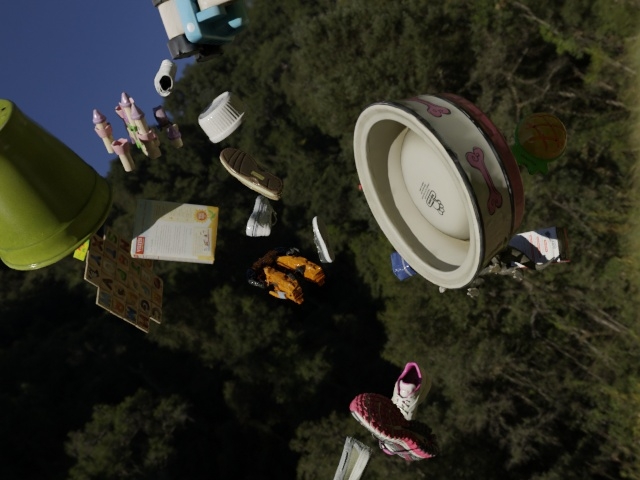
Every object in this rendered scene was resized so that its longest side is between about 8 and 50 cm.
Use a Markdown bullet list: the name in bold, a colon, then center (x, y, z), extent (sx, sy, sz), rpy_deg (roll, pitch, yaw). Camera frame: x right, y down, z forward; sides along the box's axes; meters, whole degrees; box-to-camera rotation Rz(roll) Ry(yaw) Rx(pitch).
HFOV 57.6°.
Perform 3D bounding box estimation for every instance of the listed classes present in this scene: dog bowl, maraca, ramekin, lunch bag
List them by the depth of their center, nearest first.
- **dog bowl**: center (0.239, -0.114, 1.186), extent (0.150, 0.408, 0.408), rpy_deg (-27, -16, -18)
- **maraca**: center (0.512, -0.229, 1.374), extent (0.186, 0.127, 0.099), rpy_deg (-53, -10, -27)
- **lunch bag**: center (0.271, 0.071, 1.865), extent (0.065, 0.067, 0.099), rpy_deg (-25, 45, 24)
- **ramekin**: center (-0.396, -0.503, 2.348), extent (0.207, 0.109, 0.207), rpy_deg (-33, 28, 20)

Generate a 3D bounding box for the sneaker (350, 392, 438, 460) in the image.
- **sneaker**: center (0.196, 0.545, 1.653), extent (0.112, 0.299, 0.121), rpy_deg (-38, 21, 35)

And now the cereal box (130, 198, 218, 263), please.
- **cereal box**: center (-0.429, -0.026, 1.726), extent (0.047, 0.239, 0.173), rpy_deg (126, 148, -69)

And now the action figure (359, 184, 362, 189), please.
- **action figure**: center (0.171, -0.160, 1.895), extent (0.038, 0.115, 0.030), rpy_deg (-35, -53, -13)

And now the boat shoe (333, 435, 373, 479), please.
- **boat shoe**: center (0.051, 0.774, 1.817), extent (0.321, 0.103, 0.118), rpy_deg (-57, -19, -18)

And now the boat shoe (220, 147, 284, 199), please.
- **boat shoe**: center (-0.180, -0.162, 1.491), extent (0.068, 0.190, 0.072), rpy_deg (-47, -12, -24)

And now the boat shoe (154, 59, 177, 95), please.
- **boat shoe**: center (-0.497, -0.504, 1.869), extent (0.184, 0.066, 0.063), rpy_deg (-27, 49, 58)

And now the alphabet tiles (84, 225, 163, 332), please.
- **alphabet tiles**: center (-0.615, 0.124, 1.855), extent (0.342, 0.011, 0.285), rpy_deg (49, -154, -49)

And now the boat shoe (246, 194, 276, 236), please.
- **boat shoe**: center (-0.170, -0.066, 1.758), extent (0.226, 0.075, 0.083), rpy_deg (-82, 5, -60)

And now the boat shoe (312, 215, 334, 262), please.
- **boat shoe**: center (0.000, 0.000, 1.713), extent (0.040, 0.142, 0.049), rpy_deg (-16, 5, 31)

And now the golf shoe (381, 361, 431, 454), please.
- **golf shoe**: center (0.263, 0.533, 1.888), extent (0.306, 0.115, 0.140), rpy_deg (-63, -32, -29)

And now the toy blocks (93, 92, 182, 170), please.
- **toy blocks**: center (-0.737, -0.488, 2.342), extent (0.308, 0.288, 0.260), rpy_deg (-30, -49, -22)

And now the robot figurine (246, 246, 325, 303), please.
- **robot figurine**: center (-0.129, 0.118, 2.040), extent (0.211, 0.291, 0.085), rpy_deg (-38, -56, -24)

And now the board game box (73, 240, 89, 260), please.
- **board game box**: center (-0.914, -0.007, 2.283), extent (0.181, 0.043, 0.092), rpy_deg (-48, 23, 46)

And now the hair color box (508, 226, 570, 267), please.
- **hair color box**: center (0.581, 0.023, 1.577), extent (0.167, 0.053, 0.093), rpy_deg (-16, 75, 54)

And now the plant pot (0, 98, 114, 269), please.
- **plant pot**: center (-0.815, -0.171, 1.568), extent (0.367, 0.366, 0.353), rpy_deg (-56, -36, -27)

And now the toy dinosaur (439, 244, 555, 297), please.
- **toy dinosaur**: center (0.439, 0.054, 1.524), extent (0.313, 0.121, 0.160), rpy_deg (-23, 26, 18)

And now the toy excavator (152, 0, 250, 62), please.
- **toy excavator**: center (-0.302, -0.727, 1.764), extent (0.444, 0.223, 0.433), rpy_deg (-15, 10, 21)
